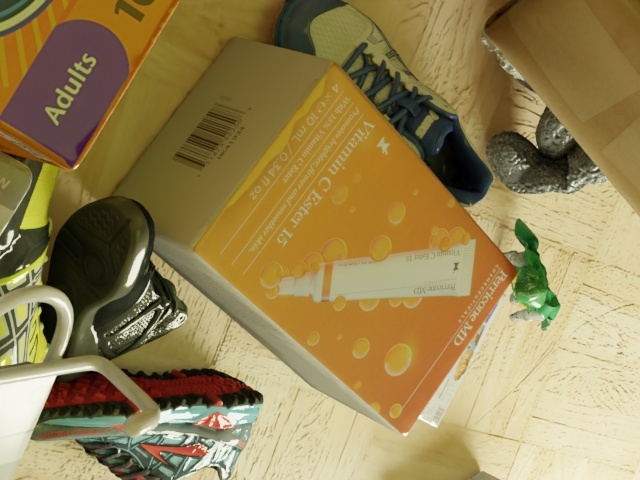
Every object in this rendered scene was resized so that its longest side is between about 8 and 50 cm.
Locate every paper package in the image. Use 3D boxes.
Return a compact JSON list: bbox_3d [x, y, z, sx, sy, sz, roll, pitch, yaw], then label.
[{"bbox_3d":[0.381,-0.194,1.322,0.325,0.168,0.309,49,55,-2],"label":"paper package"}]

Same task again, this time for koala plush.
[{"bbox_3d":[0.274,-0.184,1.442,0.196,0.203,0.221,-38,112,-22],"label":"koala plush"}]

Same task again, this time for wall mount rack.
[{"bbox_3d":[-0.282,0.211,1.000,0.304,0.130,0.350,-7,129,-53],"label":"wall mount rack"}]

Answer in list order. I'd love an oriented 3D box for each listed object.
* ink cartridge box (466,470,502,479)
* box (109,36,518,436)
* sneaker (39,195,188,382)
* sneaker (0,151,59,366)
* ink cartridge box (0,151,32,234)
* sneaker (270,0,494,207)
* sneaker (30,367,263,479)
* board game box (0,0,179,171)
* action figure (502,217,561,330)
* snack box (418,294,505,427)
[{"bbox_3d":[0.186,0.413,1.616,0.153,0.087,0.208,-26,118,-29],"label":"ink cartridge box"},{"bbox_3d":[0.000,0.000,1.291,0.215,0.168,0.345,-54,129,-10],"label":"box"},{"bbox_3d":[-0.173,0.030,1.182,0.130,0.087,0.227,-23,152,-39],"label":"sneaker"},{"bbox_3d":[-0.298,0.044,1.121,0.147,0.145,0.384,14,101,-56],"label":"sneaker"},{"bbox_3d":[-0.397,-0.023,0.919,0.309,0.130,0.271,30,101,-23],"label":"ink cartridge box"},{"bbox_3d":[0.075,-0.142,1.328,0.296,0.131,0.112,41,80,-37],"label":"sneaker"},{"bbox_3d":[-0.170,0.195,1.268,0.262,0.104,0.125,6,103,-38],"label":"sneaker"},{"bbox_3d":[-0.246,-0.291,0.834,0.356,0.356,0.356,32,84,-21],"label":"board game box"},{"bbox_3d":[0.226,0.046,1.449,0.064,0.232,0.137,-18,89,6],"label":"action figure"},{"bbox_3d":[0.152,0.128,1.541,0.064,0.022,0.178,31,85,-38],"label":"snack box"}]
